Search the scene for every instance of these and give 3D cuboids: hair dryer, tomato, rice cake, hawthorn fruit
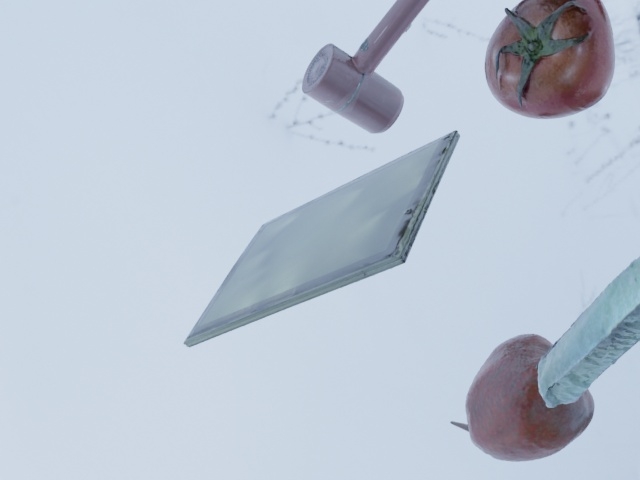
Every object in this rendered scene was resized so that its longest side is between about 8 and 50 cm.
[{"bbox_3d":[0.143,-0.411,1.815,0.210,0.352,0.125,28,29,-25],"label":"hair dryer"},{"bbox_3d":[0.285,-0.223,1.024,0.167,0.167,0.167,33,52,-56],"label":"tomato"},{"bbox_3d":[0.217,0.065,0.618,0.211,0.034,0.043,112,-14,-53],"label":"rice cake"},{"bbox_3d":[0.350,0.298,1.494,0.210,0.262,0.210,37,30,-26],"label":"hawthorn fruit"}]

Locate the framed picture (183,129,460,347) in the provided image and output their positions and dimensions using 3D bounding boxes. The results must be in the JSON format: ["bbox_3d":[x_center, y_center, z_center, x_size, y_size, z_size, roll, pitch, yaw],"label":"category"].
[{"bbox_3d":[0.000,0.000,0.674,0.010,0.231,0.173,51,41,-19],"label":"framed picture"}]
